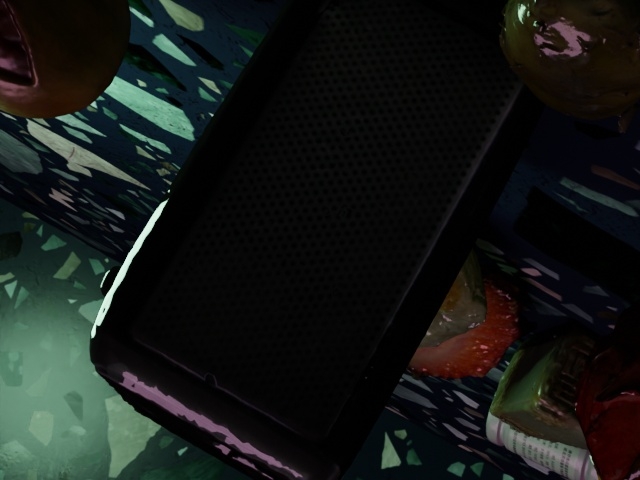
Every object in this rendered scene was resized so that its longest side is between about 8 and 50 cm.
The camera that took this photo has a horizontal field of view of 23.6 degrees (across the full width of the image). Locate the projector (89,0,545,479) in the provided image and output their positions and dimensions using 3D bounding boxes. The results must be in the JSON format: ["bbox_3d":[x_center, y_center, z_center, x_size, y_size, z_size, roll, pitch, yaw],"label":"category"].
[{"bbox_3d":[0.000,0.000,1.329,0.242,0.405,0.395,29,169,6],"label":"projector"}]

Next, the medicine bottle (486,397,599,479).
[{"bbox_3d":[0.387,0.294,2.313,0.249,0.133,0.133,22,166,26],"label":"medicine bottle"}]

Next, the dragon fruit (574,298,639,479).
[{"bbox_3d":[0.378,0.151,1.368,0.295,0.301,0.295,-23,-90,-82],"label":"dragon fruit"}]

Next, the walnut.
[{"bbox_3d":[-0.324,-0.256,1.540,0.298,0.203,0.203,49,163,-12],"label":"walnut"}]

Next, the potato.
[{"bbox_3d":[0.190,-0.137,1.087,0.117,0.090,0.225,19,172,17],"label":"potato"}]

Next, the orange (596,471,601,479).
[{"bbox_3d":[0.407,0.203,1.659,0.240,0.240,0.240,28,168,6],"label":"orange"}]

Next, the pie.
[{"bbox_3d":[0.070,0.024,1.838,0.274,0.105,0.257,7,124,38],"label":"pie"}]

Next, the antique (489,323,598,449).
[{"bbox_3d":[0.323,0.206,2.106,0.150,0.125,0.284,31,168,-10],"label":"antique"}]

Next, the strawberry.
[{"bbox_3d":[0.169,0.076,2.005,0.233,0.138,0.306,15,147,-21],"label":"strawberry"}]
